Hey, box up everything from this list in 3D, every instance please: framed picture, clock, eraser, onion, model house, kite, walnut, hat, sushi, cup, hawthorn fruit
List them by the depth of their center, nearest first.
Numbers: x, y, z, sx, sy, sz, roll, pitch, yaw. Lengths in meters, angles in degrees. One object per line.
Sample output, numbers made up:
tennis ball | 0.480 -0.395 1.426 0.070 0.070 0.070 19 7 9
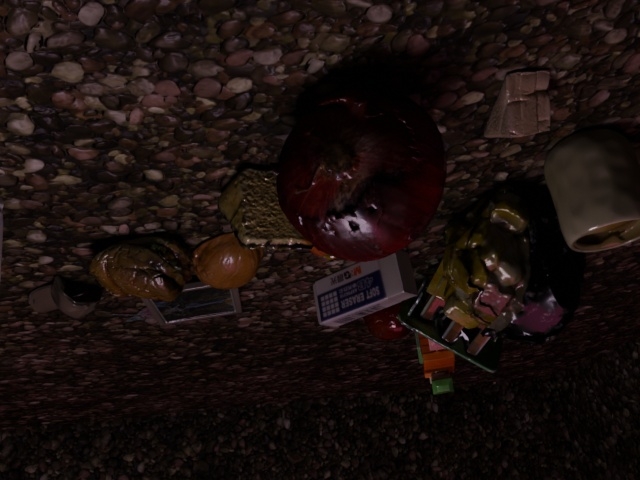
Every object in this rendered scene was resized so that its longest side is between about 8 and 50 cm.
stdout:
onion | 0.067 -0.103 1.095 0.276 0.276 0.276 -8 157 -3
cup | 0.578 -0.110 1.354 0.255 0.202 0.173 -16 156 17
sushi | 0.398 0.059 1.573 0.285 0.328 0.329 10 167 -10
walnut | -0.211 0.062 1.595 0.167 0.087 0.211 0 155 -15
hat | -0.604 0.155 1.656 0.175 0.085 0.147 -23 154 26
eraser | 0.112 0.128 1.824 0.279 0.124 0.081 -25 153 33
framed picture | -0.329 0.163 1.834 0.240 0.020 0.324 -8 161 -8
kite | -0.504 0.201 1.902 0.152 0.005 0.137 10 152 -38
model house | 0.440 0.103 1.913 0.300 0.340 0.323 30 125 5
hawthorn fruit | 0.213 0.222 2.041 0.172 0.148 0.148 -6 164 40
clock | 0.343 0.306 2.071 0.106 0.219 0.255 -10 -167 4

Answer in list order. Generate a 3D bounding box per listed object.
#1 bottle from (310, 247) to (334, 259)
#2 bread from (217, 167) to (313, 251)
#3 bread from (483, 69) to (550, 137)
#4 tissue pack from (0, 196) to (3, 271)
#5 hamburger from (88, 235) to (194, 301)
bottle | 0.000 0.000 1.562 0.069 0.069 0.187 -16 158 14
bread | -0.050 -0.065 1.332 0.266 0.141 0.178 4 -166 -31
bread | 0.333 -0.232 1.207 0.077 0.105 0.152 -8 -171 -6
tissue pack | -0.645 0.059 1.081 0.194 0.356 0.266 -12 158 14
hamburger | -0.381 0.070 1.499 0.206 0.130 0.183 -7 155 1
